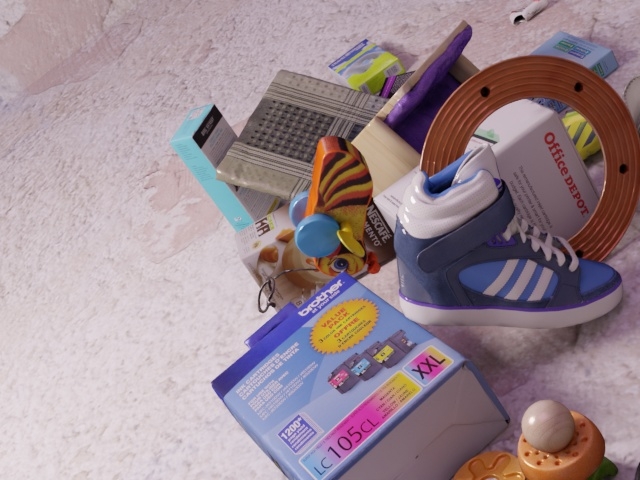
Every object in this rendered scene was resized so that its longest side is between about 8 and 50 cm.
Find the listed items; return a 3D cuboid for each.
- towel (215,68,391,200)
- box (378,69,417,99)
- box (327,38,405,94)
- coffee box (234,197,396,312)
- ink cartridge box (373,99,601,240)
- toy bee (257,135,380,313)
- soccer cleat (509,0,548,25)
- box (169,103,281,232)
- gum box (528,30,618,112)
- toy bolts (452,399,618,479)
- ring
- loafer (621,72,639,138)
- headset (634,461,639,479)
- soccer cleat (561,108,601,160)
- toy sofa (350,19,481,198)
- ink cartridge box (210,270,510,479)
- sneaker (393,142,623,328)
[{"bbox_3d":[0.008,-0.171,2.125,0.324,0.056,0.312,18,53,14],"label":"towel"},{"bbox_3d":[0.187,-0.291,2.262,0.162,0.029,0.116,-10,40,34],"label":"box"},{"bbox_3d":[0.091,-0.363,2.428,0.109,0.042,0.178,-36,33,-6],"label":"box"},{"bbox_3d":[0.000,0.000,1.929,0.247,0.141,0.098,-31,28,5],"label":"coffee box"},{"bbox_3d":[0.254,-0.053,1.725,0.278,0.201,0.117,-36,29,-5],"label":"ink cartridge box"},{"bbox_3d":[0.027,-0.016,1.788,0.298,0.162,0.195,123,154,-47],"label":"toy bee"},{"bbox_3d":[0.412,-0.451,2.282,0.083,0.029,0.035,-22,43,23],"label":"soccer cleat"},{"bbox_3d":[-0.173,-0.127,2.152,0.060,0.244,0.100,-10,38,37],"label":"box"},{"bbox_3d":[0.408,-0.289,2.056,0.184,0.041,0.157,-38,33,-6],"label":"gum box"},{"bbox_3d":[0.209,0.295,1.343,0.218,0.158,0.228,-4,42,38],"label":"toy bolts"},{"bbox_3d":[0.297,-0.092,1.632,0.337,0.336,0.032,-36,15,-5],"label":"ring"},{"bbox_3d":[0.518,-0.168,1.714,0.319,0.112,0.112,-111,36,-58],"label":"loafer"},{"bbox_3d":[0.422,0.312,1.197,0.394,0.185,0.243,-29,35,-22],"label":"headset"},{"bbox_3d":[0.362,-0.122,1.857,0.289,0.093,0.121,-22,64,9],"label":"soccer cleat"},{"bbox_3d":[0.189,-0.205,1.907,0.177,0.150,0.362,-45,3,38],"label":"toy sofa"},{"bbox_3d":[0.029,0.215,1.621,0.270,0.151,0.395,-40,31,-11],"label":"ink cartridge box"},{"bbox_3d":[0.258,-0.013,1.538,0.323,0.236,0.130,-3,24,-7],"label":"sneaker"}]
